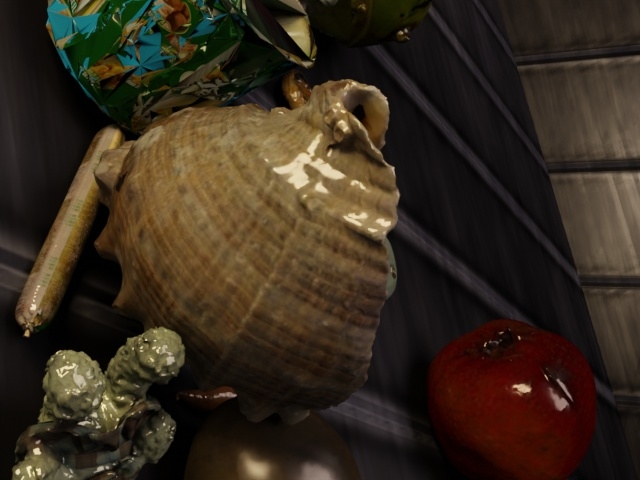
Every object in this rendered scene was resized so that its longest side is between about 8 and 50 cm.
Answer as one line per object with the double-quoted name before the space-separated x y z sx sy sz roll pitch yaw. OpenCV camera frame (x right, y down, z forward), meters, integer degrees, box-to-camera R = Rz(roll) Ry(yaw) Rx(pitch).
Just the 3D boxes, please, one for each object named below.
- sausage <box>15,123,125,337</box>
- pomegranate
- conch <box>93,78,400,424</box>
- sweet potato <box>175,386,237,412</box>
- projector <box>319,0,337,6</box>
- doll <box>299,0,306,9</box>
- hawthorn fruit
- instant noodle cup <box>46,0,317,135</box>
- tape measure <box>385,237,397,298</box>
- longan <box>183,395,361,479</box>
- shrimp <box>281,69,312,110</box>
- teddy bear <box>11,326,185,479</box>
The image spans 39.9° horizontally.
"sausage" -0.214 -0.020 0.773 0.033 0.032 0.269 53 30 -35
"pomegranate" 0.069 -0.470 1.415 0.260 0.260 0.341 0 79 -64
"conch" -0.074 0.007 0.735 0.352 0.209 0.297 125 -51 -65
"sweet potato" -0.079 0.171 0.906 0.195 0.056 0.056 26 50 -49
"projector" -0.061 -0.425 1.133 0.256 0.099 0.192 39 11 -19
"doll" -0.110 -0.325 1.127 0.365 0.094 0.160 4 69 -65
"hawthorn fruit" 0.309 0.278 1.389 0.307 0.265 0.265 66 25 -25
"instant noodle cup" -0.140 -0.219 0.859 0.240 0.178 0.240 48 23 -28
"tape measure" 0.000 0.001 1.093 0.243 0.125 0.246 -18 90 -66
"longan" -0.045 0.231 0.809 0.187 0.167 0.167 60 21 18
"shrimp" 0.028 -0.156 1.332 0.262 0.066 0.117 50 32 -42
"teddy bear" -0.175 0.169 0.665 0.133 0.111 0.213 -4 101 -44
